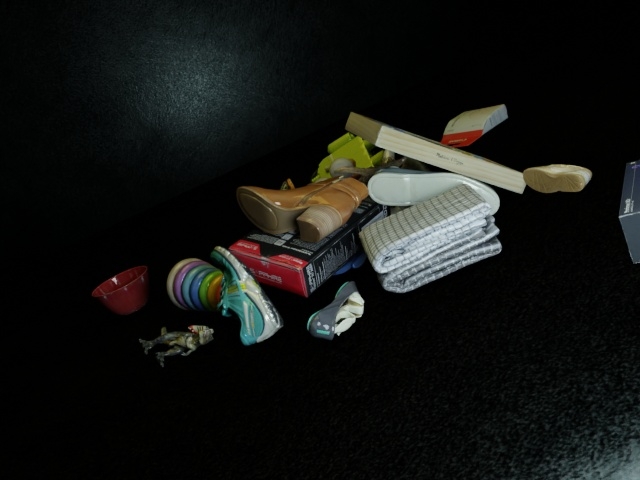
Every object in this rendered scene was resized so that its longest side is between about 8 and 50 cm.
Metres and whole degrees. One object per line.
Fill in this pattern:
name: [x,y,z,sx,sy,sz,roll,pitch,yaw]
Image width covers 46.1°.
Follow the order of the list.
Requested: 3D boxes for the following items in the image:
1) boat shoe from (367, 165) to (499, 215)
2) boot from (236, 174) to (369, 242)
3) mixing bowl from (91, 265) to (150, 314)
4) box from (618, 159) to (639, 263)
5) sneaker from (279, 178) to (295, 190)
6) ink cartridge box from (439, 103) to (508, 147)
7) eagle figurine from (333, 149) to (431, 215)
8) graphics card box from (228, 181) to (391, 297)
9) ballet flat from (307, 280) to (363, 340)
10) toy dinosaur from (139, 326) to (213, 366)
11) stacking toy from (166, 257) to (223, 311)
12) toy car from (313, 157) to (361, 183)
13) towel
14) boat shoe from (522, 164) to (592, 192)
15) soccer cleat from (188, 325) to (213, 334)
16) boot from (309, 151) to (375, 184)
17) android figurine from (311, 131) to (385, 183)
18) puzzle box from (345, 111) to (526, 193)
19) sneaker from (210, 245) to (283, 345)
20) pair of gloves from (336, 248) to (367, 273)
boat shoe: [0.280,-0.127,1.837,0.320,0.116,0.099,9,27,18]
boot: [-0.043,-0.109,1.838,0.284,0.109,0.220,16,41,33]
mixing bowl: [-0.584,0.162,2.274,0.182,0.098,0.181,-22,17,7]
box: [0.645,-0.074,1.343,0.184,0.103,0.261,-17,18,31]
sneaker: [-0.120,-0.157,2.657,0.083,0.084,0.215,-29,18,1]
ink cartridge box: [0.499,-0.387,2.571,0.232,0.066,0.189,-30,17,-33]
eagle figurine: [0.194,-0.168,2.093,0.225,0.226,0.298,-57,-15,1]
graphics card box: [-0.018,-0.014,1.874,0.233,0.094,0.371,14,40,36]
ballet flat: [0.047,0.147,1.543,0.074,0.074,0.203,-13,14,33]
toy dinosaur: [-0.355,0.244,1.787,0.118,0.064,0.268,-22,11,-37]
stacking toy: [-0.258,0.130,1.897,0.141,0.141,0.330,-34,24,-29]
toy car: [0.068,-0.158,2.313,0.182,0.136,0.159,-48,-12,2]
towel: [0.239,-0.004,1.648,0.284,0.121,0.235,-24,15,4]
boat shoe: [0.556,-0.148,1.761,0.059,0.063,0.170,-31,27,-30]
soccer cleat: [-0.291,0.220,1.830,0.036,0.029,0.083,-25,17,-34]
boot: [0.105,-0.232,2.551,0.247,0.094,0.207,-24,12,-22]
android figurine: [0.092,-0.238,2.463,0.273,0.056,0.248,-30,52,18]
puzzle box: [0.286,-0.223,1.893,0.409,0.052,0.272,16,11,-18]
sneaker: [-0.192,0.119,1.709,0.110,0.107,0.275,-35,54,-1]
pair of gloves: [0.069,0.040,1.902,0.159,0.023,0.198,-31,17,-16]
